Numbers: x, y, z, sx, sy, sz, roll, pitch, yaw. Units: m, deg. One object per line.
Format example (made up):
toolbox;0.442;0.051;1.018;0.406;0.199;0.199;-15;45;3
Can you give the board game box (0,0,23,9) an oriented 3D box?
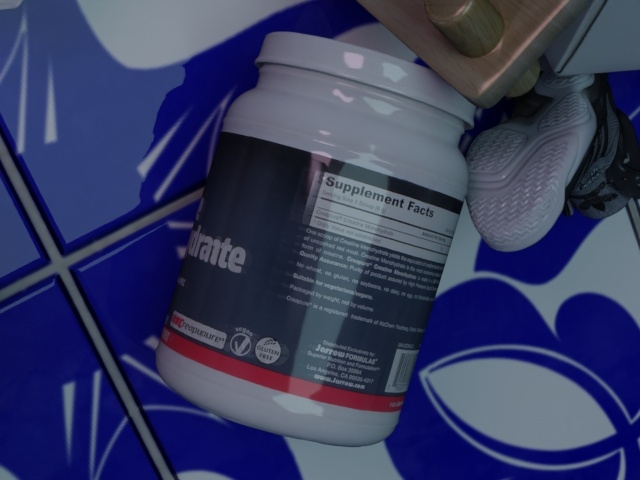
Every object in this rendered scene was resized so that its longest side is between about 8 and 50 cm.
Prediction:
board game box;-0.240;-0.412;0.720;0.390;0.050;0.390;40;78;-29

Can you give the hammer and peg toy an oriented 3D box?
hammer and peg toy;0.084;-0.282;0.835;0.266;0.361;0.127;-48;146;9

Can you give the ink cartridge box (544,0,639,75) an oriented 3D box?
ink cartridge box;0.288;-0.252;0.950;0.278;0.117;0.201;-8;59;-22

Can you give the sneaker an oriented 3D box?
sneaker;0.205;-0.058;0.958;0.153;0.101;0.269;54;40;-29

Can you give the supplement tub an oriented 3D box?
supplement tub;0.000;0.000;0.872;0.191;0.191;0.272;16;91;-25
